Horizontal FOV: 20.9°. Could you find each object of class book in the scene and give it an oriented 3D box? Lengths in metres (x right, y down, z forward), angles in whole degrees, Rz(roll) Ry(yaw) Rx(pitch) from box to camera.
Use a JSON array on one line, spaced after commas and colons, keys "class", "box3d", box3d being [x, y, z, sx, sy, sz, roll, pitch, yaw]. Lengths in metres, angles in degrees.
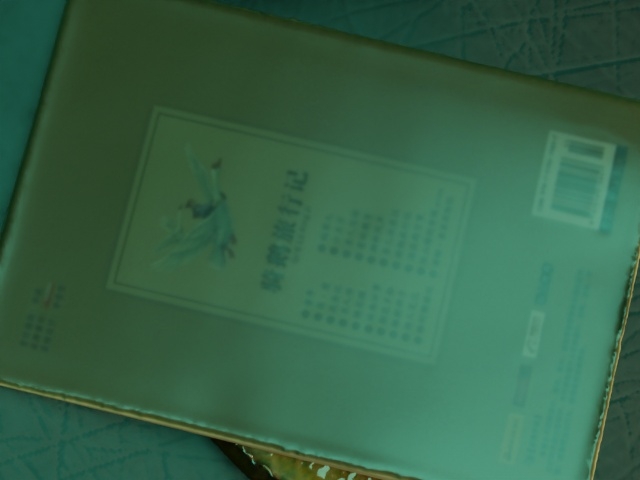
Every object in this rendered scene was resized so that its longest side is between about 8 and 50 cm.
[{"class": "book", "box3d": [0.000, 0.000, 0.859, 0.310, 0.021, 0.217, 14, 78, 2]}]

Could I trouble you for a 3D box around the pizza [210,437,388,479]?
[{"class": "pizza", "box3d": [0.032, 0.051, 0.884, 0.185, 0.052, 0.195, 39, 80, 4]}]
